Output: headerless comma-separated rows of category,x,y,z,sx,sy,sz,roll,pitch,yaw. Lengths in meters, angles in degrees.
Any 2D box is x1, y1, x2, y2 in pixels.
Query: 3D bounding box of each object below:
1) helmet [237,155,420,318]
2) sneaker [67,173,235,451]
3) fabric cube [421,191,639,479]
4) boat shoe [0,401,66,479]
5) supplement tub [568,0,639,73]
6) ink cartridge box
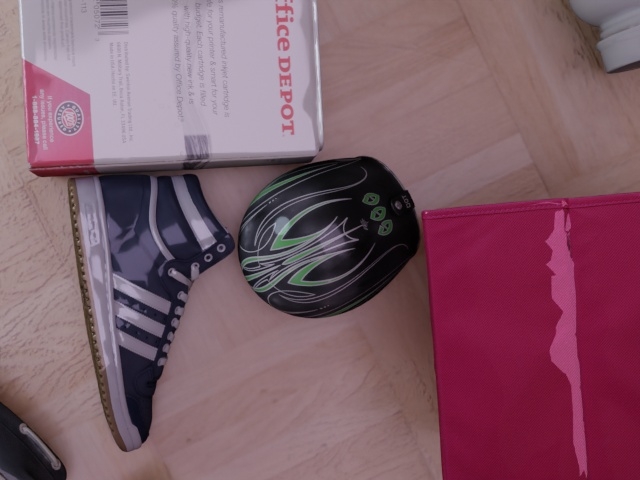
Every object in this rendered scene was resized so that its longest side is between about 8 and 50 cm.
helmet,0.000,0.000,1.048,0.162,0.169,0.169,-27,93,-23
sneaker,-0.159,0.067,1.054,0.153,0.099,0.282,-9,99,-17
fabric cube,0.246,0.088,0.990,0.259,0.254,0.258,-4,91,15
boat shoe,-0.382,0.164,1.035,0.302,0.091,0.114,49,129,-5
supplement tub,0.344,-0.354,1.038,0.241,0.241,0.331,-16,92,-6
ink cartridge box,-0.146,-0.173,1.044,0.283,0.117,0.207,-3,90,-6
